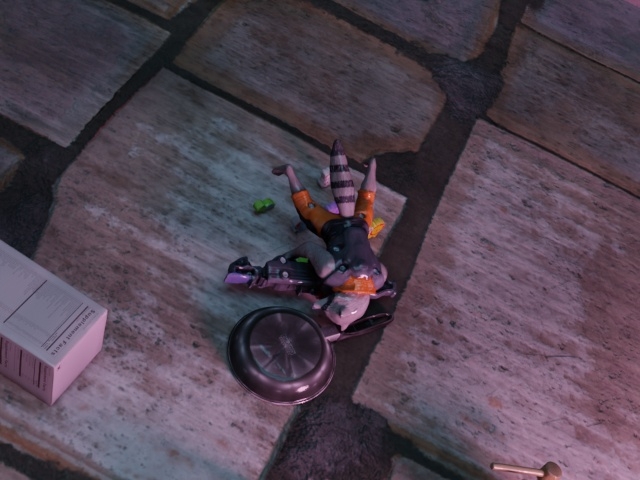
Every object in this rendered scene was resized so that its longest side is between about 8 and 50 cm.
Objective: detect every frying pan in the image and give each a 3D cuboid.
[{"bbox_3d":[-0.004,0.199,1.605,0.326,0.053,0.197,3,55,-14],"label":"frying pan"}]

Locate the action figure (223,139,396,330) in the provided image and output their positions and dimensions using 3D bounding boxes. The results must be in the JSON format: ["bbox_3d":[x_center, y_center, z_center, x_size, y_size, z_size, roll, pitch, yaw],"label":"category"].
[{"bbox_3d":[0.000,0.000,1.635,0.342,0.178,0.330,-2,68,-25],"label":"action figure"}]

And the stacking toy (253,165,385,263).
[{"bbox_3d":[-0.003,-0.049,1.783,0.221,0.052,0.167,-24,66,-31],"label":"stacking toy"}]

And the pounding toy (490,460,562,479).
[{"bbox_3d":[0.338,0.459,1.506,0.181,0.094,0.206,39,42,17],"label":"pounding toy"}]

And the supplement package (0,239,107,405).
[{"bbox_3d":[-0.482,0.124,1.430,0.244,0.133,0.139,32,51,6],"label":"supplement package"}]
